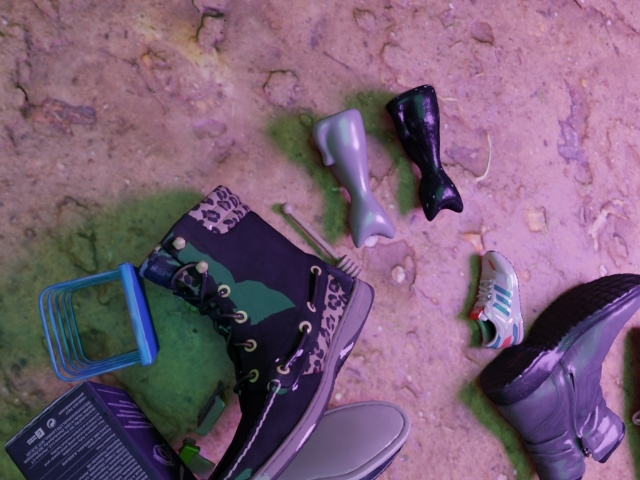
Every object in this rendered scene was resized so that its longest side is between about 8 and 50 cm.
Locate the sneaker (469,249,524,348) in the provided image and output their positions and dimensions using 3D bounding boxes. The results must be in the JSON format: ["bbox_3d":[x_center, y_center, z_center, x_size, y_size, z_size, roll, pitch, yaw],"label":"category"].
[{"bbox_3d":[0.278,0.098,0.929,0.075,0.057,0.161,-10,90,-22],"label":"sneaker"}]

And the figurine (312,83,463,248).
[{"bbox_3d":[0.109,-0.111,0.892,0.214,0.092,0.210,-21,94,-16],"label":"figurine"}]

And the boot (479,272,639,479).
[{"bbox_3d":[0.441,0.225,0.947,0.338,0.118,0.223,-37,98,-5],"label":"boot"}]

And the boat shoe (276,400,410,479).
[{"bbox_3d":[-0.017,0.348,0.794,0.340,0.127,0.113,-29,124,-23],"label":"boat shoe"}]

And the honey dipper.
[{"bbox_3d":[0.000,0.000,0.875,0.161,0.030,0.030,46,74,-5],"label":"honey dipper"}]

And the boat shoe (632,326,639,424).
[{"bbox_3d":[0.602,0.298,1.000,0.099,0.116,0.320,4,90,28],"label":"boat shoe"}]

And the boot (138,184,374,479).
[{"bbox_3d":[-0.109,0.113,0.731,0.284,0.138,0.377,40,50,-6],"label":"boot"}]

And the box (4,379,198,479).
[{"bbox_3d":[-0.228,0.277,0.657,0.108,0.153,0.207,-41,76,-14],"label":"box"}]

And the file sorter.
[{"bbox_3d":[-0.270,0.100,0.715,0.104,0.170,0.118,-13,88,-13],"label":"file sorter"}]

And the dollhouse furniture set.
[{"bbox_3d":[-0.153,0.275,0.779,0.058,0.076,0.152,33,87,-8],"label":"dollhouse furniture set"}]
